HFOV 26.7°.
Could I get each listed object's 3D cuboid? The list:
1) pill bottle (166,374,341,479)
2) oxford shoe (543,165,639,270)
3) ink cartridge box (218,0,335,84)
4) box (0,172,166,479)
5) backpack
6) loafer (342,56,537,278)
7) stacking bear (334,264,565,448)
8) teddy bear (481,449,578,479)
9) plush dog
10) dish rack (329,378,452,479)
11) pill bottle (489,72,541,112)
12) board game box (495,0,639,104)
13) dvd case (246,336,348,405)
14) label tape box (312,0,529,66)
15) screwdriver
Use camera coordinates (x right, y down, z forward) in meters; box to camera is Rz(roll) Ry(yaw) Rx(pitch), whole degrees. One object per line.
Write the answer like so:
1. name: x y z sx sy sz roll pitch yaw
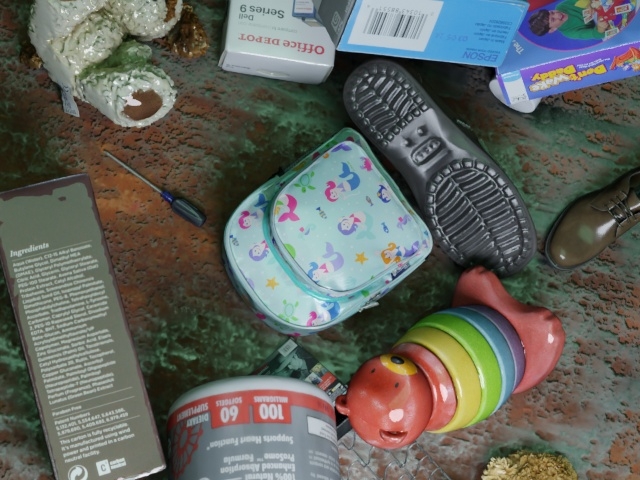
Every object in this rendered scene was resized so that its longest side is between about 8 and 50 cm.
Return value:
1. pill bottle: -0.072 0.361 1.596 0.210 0.210 0.363 -1 62 -9
2. oxford shoe: 0.408 -0.042 1.896 0.227 0.096 0.083 -39 90 -11
3. ink cartridge box: -0.052 -0.337 1.874 0.154 0.093 0.212 8 80 -8
4. box: -0.309 0.125 1.707 0.143 0.191 0.381 -16 84 -11
5. backpack: 0.000 0.000 1.785 0.253 0.191 0.225 -34 88 -8
6. loafer: 0.178 -0.112 1.850 0.134 0.130 0.366 -31 104 21
7. stacking bear: 0.149 0.172 1.726 0.175 0.164 0.289 36 40 31
8. teddy bear: 0.295 0.450 1.787 0.245 0.113 0.338 21 78 -7
9. plush dog: -0.276 -0.304 1.812 0.225 0.210 0.262 -44 118 -27
10. dish rack: 0.073 0.332 1.756 0.208 0.074 0.271 -39 67 -11
11. pill bottle: 0.318 -0.276 1.916 0.103 0.103 0.184 34 77 -2
12. board game box: 0.338 -0.373 1.850 0.233 0.078 0.347 -12 61 14
13. dvd case: -0.031 0.192 1.796 0.087 0.013 0.119 -42 58 -15
14. label tape box: 0.098 -0.374 1.798 0.240 0.106 0.334 3 40 -23
15. screwdriver: -0.225 -0.075 1.842 0.170 0.024 0.025 39 47 6
